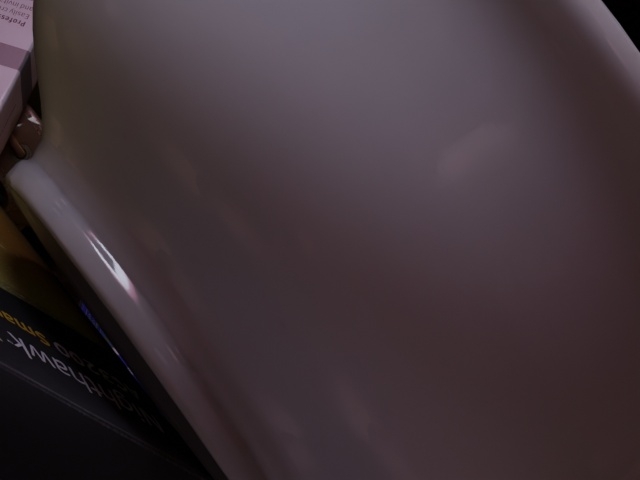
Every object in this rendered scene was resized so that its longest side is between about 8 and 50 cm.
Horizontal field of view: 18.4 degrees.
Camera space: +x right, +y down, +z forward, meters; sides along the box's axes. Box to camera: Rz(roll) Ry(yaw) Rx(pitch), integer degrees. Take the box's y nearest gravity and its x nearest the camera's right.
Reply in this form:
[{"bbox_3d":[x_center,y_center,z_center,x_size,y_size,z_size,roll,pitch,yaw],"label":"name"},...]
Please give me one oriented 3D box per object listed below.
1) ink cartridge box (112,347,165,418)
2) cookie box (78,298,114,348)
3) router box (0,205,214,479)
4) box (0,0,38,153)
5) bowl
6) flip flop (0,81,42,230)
[{"bbox_3d":[-0.065,0.124,0.643,0.307,0.072,0.303,9,21,-21],"label":"ink cartridge box"},{"bbox_3d":[-0.049,0.041,0.825,0.107,0.092,0.040,12,24,-8],"label":"cookie box"},{"bbox_3d":[-0.201,-0.025,0.537,0.309,0.081,0.243,36,5,-40],"label":"router box"},{"bbox_3d":[-0.218,-0.061,0.913,0.145,0.038,0.186,17,59,7],"label":"box"},{"bbox_3d":[0.000,0.000,0.588,0.134,0.298,0.298,-35,36,-8],"label":"bowl"},{"bbox_3d":[-0.168,-0.050,0.985,0.277,0.112,0.080,17,47,2],"label":"flip flop"}]
